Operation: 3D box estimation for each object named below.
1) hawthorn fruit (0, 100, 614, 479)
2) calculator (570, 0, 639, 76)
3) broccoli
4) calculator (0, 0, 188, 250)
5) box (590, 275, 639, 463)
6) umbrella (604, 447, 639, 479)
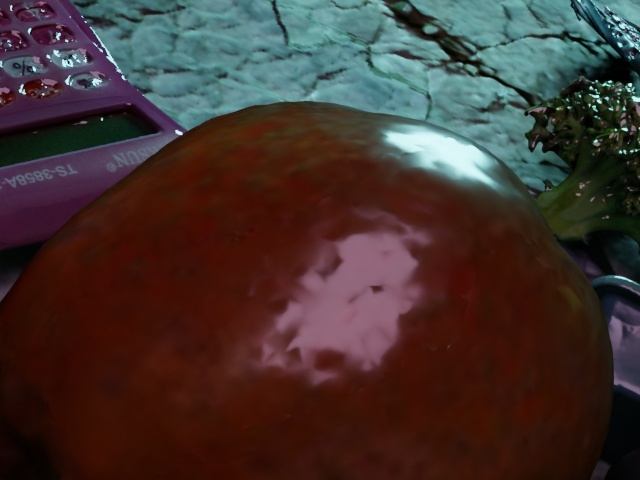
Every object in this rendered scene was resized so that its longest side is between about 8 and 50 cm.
[{"bbox_3d":[-0.029,0.071,0.644,0.262,0.210,0.210,-30,64,-23],"label":"hawthorn fruit"},{"bbox_3d":[0.179,-0.088,0.969,0.057,0.018,0.172,32,17,-24],"label":"calculator"},{"bbox_3d":[0.150,-0.025,0.919,0.092,0.097,0.095,-33,32,2],"label":"broccoli"},{"bbox_3d":[-0.146,-0.068,0.837,0.127,0.034,0.190,-17,51,-36],"label":"calculator"},{"bbox_3d":[0.148,0.069,0.816,0.099,0.074,0.054,25,56,-1],"label":"box"},{"bbox_3d":[0.159,0.176,0.719,0.071,0.080,0.224,-21,48,2],"label":"umbrella"}]
